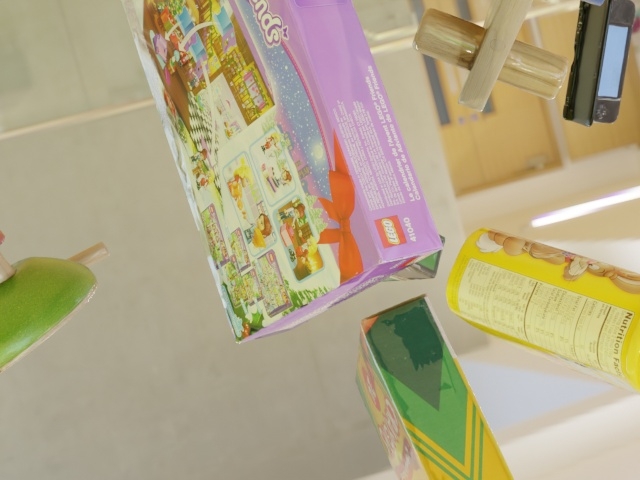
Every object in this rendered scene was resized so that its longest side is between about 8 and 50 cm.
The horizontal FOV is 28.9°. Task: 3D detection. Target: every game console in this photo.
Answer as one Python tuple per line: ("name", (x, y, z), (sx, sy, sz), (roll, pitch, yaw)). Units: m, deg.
("game console", (0.274, -0.168, 1.172), (0.107, 0.122, 0.071), (0, -167, -37))

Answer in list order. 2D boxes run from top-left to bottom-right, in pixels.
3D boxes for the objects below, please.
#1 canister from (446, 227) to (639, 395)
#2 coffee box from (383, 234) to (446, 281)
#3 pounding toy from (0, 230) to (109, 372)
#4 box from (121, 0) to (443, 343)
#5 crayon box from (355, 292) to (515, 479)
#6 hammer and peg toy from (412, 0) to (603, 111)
("canister", (0.180, 0.053, 0.806), (0.170, 0.073, 0.126), (20, 174, 44))
("coffee box", (0.000, 0.000, 1.018), (0.113, 0.040, 0.184), (27, 160, -35))
("pounding toy", (-0.303, 0.042, 1.129), (0.183, 0.110, 0.237), (-33, -167, 6))
("box", (-0.038, -0.092, 0.889), (0.057, 0.293, 0.201), (-13, 169, -35))
("crayon box", (0.132, 0.238, 1.277), (0.081, 0.318, 0.202), (-21, 158, -9))
("hammer and peg toy", (0.185, -0.292, 0.922), (0.127, 0.266, 0.361), (21, 144, 1))
